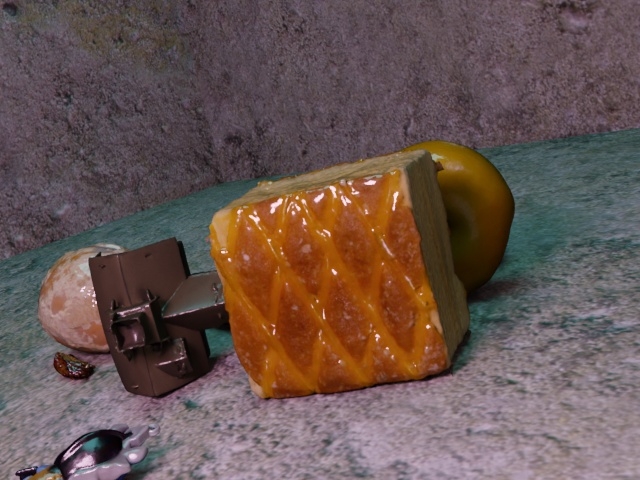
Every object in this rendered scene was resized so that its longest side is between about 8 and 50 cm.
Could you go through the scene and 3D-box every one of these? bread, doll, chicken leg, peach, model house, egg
[{"bbox_3d":[0.028,0.042,1.293,0.278,0.279,0.207,-8,14,19],"label":"bread"},{"bbox_3d":[-0.266,0.253,1.105,0.195,0.070,0.096,-26,30,-25],"label":"doll"},{"bbox_3d":[-0.412,0.204,1.632,0.062,0.038,0.145,6,0,-30],"label":"chicken leg"},{"bbox_3d":[0.175,-0.032,1.529,0.251,0.251,0.153,-11,4,10],"label":"peach"},{"bbox_3d":[-0.228,0.107,1.416,0.204,0.212,0.243,-15,5,3],"label":"model house"},{"bbox_3d":[-0.387,0.103,1.719,0.233,0.195,0.195,-23,3,34],"label":"egg"}]

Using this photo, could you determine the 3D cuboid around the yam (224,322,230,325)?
[{"bbox_3d":[-0.144,0.110,1.689,0.084,0.084,0.127,-20,8,-33],"label":"yam"}]
